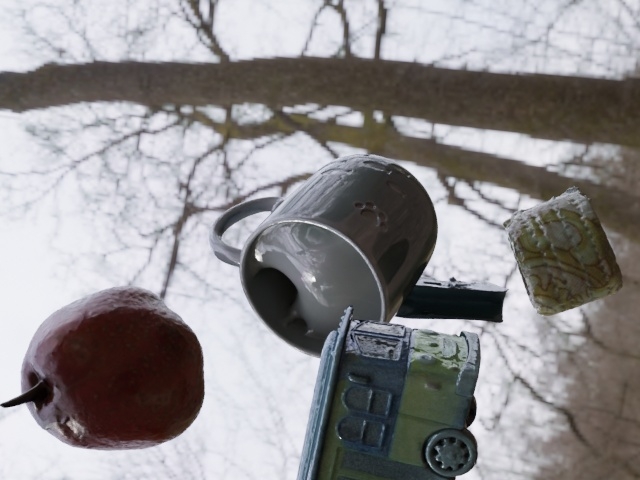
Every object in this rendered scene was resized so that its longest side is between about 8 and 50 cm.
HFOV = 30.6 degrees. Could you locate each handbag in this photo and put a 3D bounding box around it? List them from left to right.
[{"bbox_3d":[0.208,0.101,2.121,0.179,0.229,0.062,-152,66,-77],"label":"handbag"}]

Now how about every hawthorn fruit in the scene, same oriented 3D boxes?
[{"bbox_3d":[-0.374,0.230,1.978,0.369,0.284,0.285,-10,-72,-44],"label":"hawthorn fruit"}]

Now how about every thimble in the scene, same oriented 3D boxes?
[{"bbox_3d":[0.380,0.016,1.853,0.137,0.143,0.190,51,-160,-70],"label":"thimble"}]

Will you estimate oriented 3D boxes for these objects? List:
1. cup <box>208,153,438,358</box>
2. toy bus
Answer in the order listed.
[{"bbox_3d":[0.000,0.000,1.919,0.274,0.356,0.259,-47,-35,-49],"label":"cup"},{"bbox_3d":[0.074,0.250,1.340,0.152,0.190,0.312,-64,-14,-72],"label":"toy bus"}]
